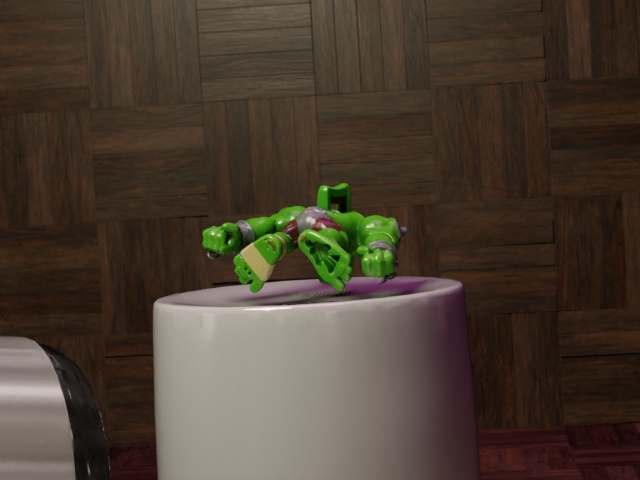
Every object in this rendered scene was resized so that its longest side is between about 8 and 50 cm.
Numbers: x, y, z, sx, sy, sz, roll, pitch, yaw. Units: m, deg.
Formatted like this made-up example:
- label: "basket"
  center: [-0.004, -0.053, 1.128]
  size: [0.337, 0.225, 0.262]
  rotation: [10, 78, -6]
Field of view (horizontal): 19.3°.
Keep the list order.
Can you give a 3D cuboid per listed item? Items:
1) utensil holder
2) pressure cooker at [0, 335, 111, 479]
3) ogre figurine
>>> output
- label: "utensil holder"
  center: [-0.001, 0.239, 1.812]
  size: [0.327, 0.385, 0.327]
  rotation: [-4, 4, 0]
- label: "pressure cooker"
  center: [-0.437, 0.256, 1.724]
  size: [0.420, 0.370, 0.375]
  rotation: [3, -13, -27]
- label: "ogre figurine"
  center: [0.000, 0.000, 1.802]
  size: [0.197, 0.097, 0.118]
  rotation: [-15, 8, 34]
